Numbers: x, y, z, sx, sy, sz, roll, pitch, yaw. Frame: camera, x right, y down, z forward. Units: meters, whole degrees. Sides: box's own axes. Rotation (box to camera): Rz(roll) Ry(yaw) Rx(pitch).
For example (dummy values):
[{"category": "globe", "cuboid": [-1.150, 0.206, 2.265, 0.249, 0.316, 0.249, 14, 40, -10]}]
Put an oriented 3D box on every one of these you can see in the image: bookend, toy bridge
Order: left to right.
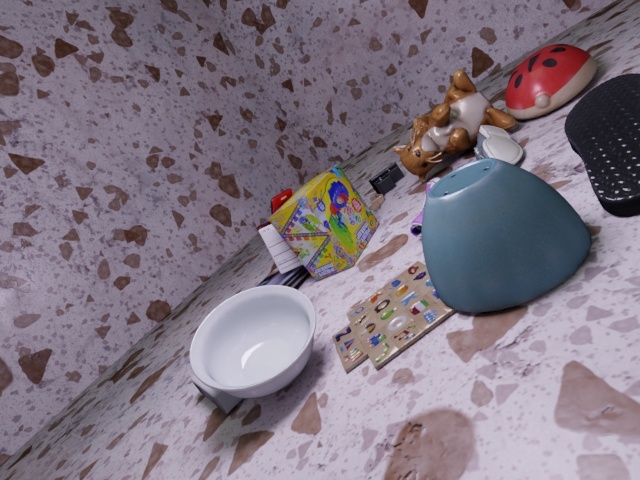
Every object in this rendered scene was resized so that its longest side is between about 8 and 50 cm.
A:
[{"category": "toy bridge", "cuboid": [0.248, -0.172, 1.821, 0.063, 0.026, 0.188, -32, 14, 14]}, {"category": "bookend", "cuboid": [0.317, -0.285, 1.937, 0.156, 0.072, 0.157, -35, 13, 5]}]

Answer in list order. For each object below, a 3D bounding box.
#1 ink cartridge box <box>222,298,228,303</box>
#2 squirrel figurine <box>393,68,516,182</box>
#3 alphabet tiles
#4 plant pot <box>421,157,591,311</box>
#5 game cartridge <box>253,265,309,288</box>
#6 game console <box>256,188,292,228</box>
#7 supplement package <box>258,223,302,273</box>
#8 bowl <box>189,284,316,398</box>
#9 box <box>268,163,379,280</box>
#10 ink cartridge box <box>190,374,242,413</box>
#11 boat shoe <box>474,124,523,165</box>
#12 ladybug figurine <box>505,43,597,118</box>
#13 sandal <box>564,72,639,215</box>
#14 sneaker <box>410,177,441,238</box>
[{"category": "ink cartridge box", "cuboid": [-0.403, 0.303, 1.685, 0.180, 0.060, 0.104, -43, 5, 40]}, {"category": "squirrel figurine", "cuboid": [0.477, -0.403, 1.640, 0.370, 0.281, 0.397, -45, 1, 12]}, {"category": "alphabet tiles", "cuboid": [0.177, 0.147, 0.924, 0.343, 0.011, 0.285, -37, 12, 0]}, {"category": "plant pot", "cuboid": [0.307, -0.037, 0.783, 0.291, 0.195, 0.290, -31, 15, 9]}, {"category": "game cartridge", "cuboid": [-0.180, 0.178, 1.553, 0.230, 0.068, 0.355, -22, 12, 37]}, {"category": "game console", "cuboid": [-0.166, -0.115, 1.506, 0.085, 0.123, 0.144, 9, 26, 22]}, {"category": "supplement package", "cuboid": [-0.135, 0.013, 1.521, 0.105, 0.179, 0.105, -26, 11, 0]}, {"category": "bowl", "cuboid": [-0.139, 0.253, 0.983, 0.299, 0.134, 0.297, -11, 37, 8]}, {"category": "box", "cuboid": [0.022, -0.066, 1.474, 0.177, 0.279, 0.290, -26, 17, 38]}, {"category": "ink cartridge box", "cuboid": [-0.221, 0.342, 1.166, 0.239, 0.060, 0.275, -38, 12, -27]}, {"category": "boat shoe", "cuboid": [0.545, -0.271, 1.316, 0.319, 0.117, 0.098, -71, -8, -56]}, {"category": "ladybug figurine", "cuboid": [0.805, -0.582, 1.507, 0.305, 0.161, 0.449, -26, 17, 38]}, {"category": "sandal", "cuboid": [0.601, -0.189, 0.844, 0.168, 0.107, 0.445, -23, 31, 42]}, {"category": "sneaker", "cuboid": [0.313, -0.089, 1.203, 0.161, 0.102, 0.282, -37, 13, 12]}]
